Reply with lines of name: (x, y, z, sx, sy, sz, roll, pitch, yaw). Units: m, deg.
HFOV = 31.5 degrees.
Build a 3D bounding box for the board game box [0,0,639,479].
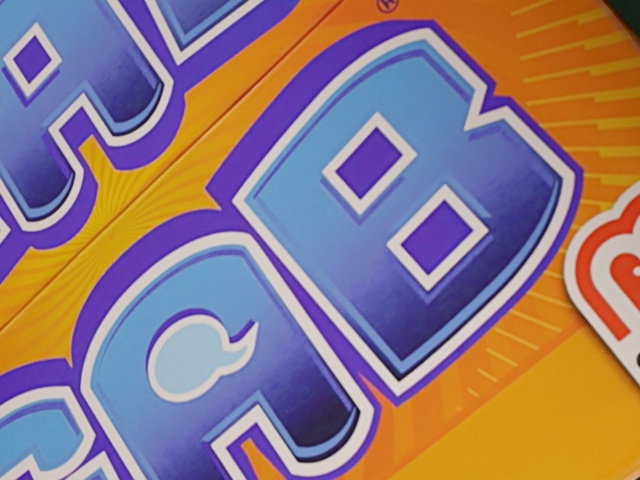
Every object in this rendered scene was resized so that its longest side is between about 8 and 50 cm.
board game box: (0.000, 0.000, 0.567, 0.356, 0.356, 0.356, -41, 162, 18)
